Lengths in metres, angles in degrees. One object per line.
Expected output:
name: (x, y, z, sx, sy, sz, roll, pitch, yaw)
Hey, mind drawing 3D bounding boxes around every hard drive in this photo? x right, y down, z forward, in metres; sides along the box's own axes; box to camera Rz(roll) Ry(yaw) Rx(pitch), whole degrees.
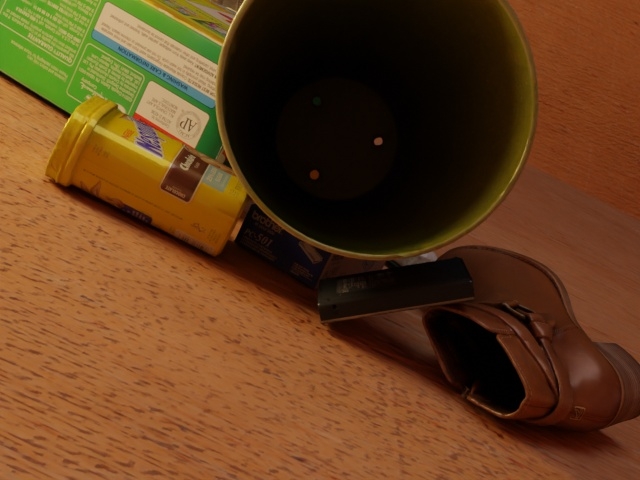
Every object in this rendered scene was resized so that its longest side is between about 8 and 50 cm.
hard drive: (0.066, 0.043, 1.038, 0.135, 0.022, 0.094, -9, 11, 3)

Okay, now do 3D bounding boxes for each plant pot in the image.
plant pot: (0.034, -0.117, 1.110, 0.274, 0.275, 0.293, 26, -4, -5)

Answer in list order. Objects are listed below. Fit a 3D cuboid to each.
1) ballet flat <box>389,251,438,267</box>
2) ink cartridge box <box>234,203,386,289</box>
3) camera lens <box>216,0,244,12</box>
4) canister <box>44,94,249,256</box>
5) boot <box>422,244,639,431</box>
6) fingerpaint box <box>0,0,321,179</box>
ballet flat: (0.092, 0.002, 1.360, 0.168, 0.052, 0.057, 34, 14, 26)
ink cartridge box: (0.000, 0.000, 1.197, 0.097, 0.046, 0.207, 30, 13, 16)
camera lens: (-0.128, -0.308, 1.762, 0.274, 0.219, 0.219, 17, 16, -36)
canister: (-0.152, -0.059, 1.063, 0.169, 0.073, 0.126, 27, 13, -6)
boot: (0.156, 0.086, 1.099, 0.220, 0.109, 0.283, 7, 30, -47)
fingerpaint box: (-0.203, -0.226, 1.415, 0.444, 0.163, 0.371, 31, 14, 17)
